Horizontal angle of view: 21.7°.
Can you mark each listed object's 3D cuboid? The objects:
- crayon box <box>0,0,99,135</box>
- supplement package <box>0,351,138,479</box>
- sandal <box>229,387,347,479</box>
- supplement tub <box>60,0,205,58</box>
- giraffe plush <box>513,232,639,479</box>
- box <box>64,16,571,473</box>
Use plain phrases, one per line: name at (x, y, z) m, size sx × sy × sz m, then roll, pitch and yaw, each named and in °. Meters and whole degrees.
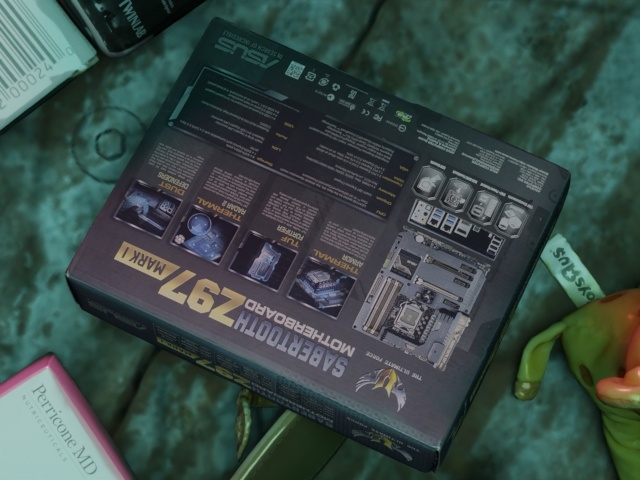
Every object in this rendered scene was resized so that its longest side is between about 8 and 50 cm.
crayon box at (-0.301, -0.166, 0.926) m, size 0.202 × 0.081 × 0.318 m, roll -39°, pitch 101°, yaw -9°
supplement package at (-0.200, 0.156, 0.949) m, size 0.179 × 0.105 × 0.105 m, roll -34°, pitch 94°, yaw -6°
sandal at (-0.004, 0.067, 1.001) m, size 0.079 × 0.088 × 0.240 m, roll 37°, pitch 78°, yaw 26°
supplement tub at (-0.076, -0.201, 0.956) m, size 0.190 × 0.117 × 0.117 m, roll -36°, pitch 94°, yaw -6°
giraffe plush at (0.224, 0.075, 0.967) m, size 0.210 × 0.170 × 0.181 m, roll 37°, pitch 86°, yaw -6°
box at (0.000, 0.000, 0.946) m, size 0.232 × 0.059 × 0.183 m, roll 24°, pitch 70°, yaw 10°
